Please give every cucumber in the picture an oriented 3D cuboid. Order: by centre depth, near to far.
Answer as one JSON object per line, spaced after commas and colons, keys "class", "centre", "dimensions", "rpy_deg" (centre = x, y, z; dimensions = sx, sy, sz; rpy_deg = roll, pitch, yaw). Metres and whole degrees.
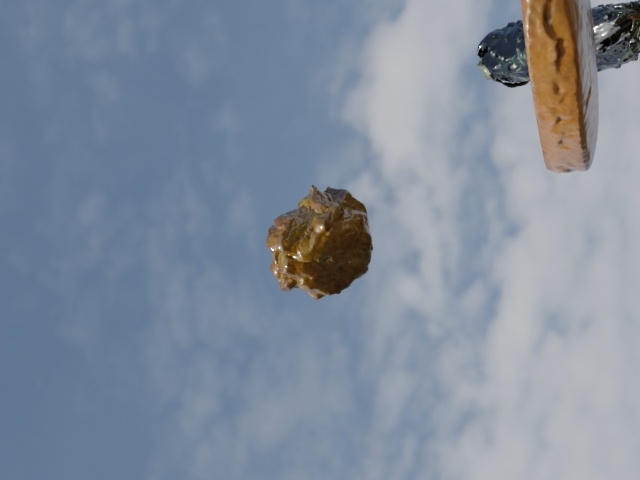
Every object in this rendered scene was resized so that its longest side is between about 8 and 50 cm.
{"class": "cucumber", "centre": [0.171, -0.138, 0.946], "dimensions": [0.053, 0.181, 0.053], "rpy_deg": [0, -90, -23]}

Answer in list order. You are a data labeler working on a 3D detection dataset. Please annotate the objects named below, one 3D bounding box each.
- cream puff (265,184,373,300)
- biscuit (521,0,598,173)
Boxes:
{"class": "cream puff", "centre": [0.000, 0.000, 1.352], "dimensions": [0.122, 0.094, 0.116], "rpy_deg": [23, -64, -36]}
{"class": "biscuit", "centre": [0.129, -0.140, 0.745], "dimensions": [0.186, 0.036, 0.192], "rpy_deg": [60, -154, -61]}
